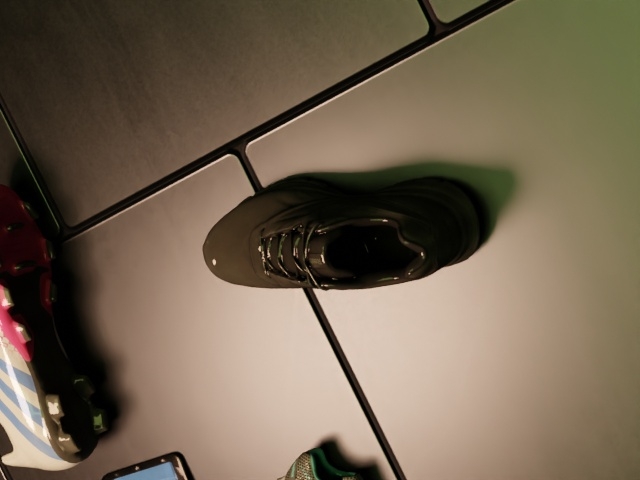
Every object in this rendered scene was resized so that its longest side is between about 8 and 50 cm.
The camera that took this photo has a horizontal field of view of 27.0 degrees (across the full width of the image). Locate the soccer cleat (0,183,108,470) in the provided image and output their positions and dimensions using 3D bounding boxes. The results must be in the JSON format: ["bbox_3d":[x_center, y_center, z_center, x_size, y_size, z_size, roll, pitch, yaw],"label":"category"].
[{"bbox_3d":[-0.353,0.105,1.477,0.143,0.116,0.331,-12,99,29],"label":"soccer cleat"}]

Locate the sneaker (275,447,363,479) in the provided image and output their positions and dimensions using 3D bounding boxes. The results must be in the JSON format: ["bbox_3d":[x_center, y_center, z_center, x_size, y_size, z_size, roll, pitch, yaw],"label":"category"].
[{"bbox_3d":[0.030,0.276,1.364,0.166,0.065,0.076,33,113,13],"label":"sneaker"}]

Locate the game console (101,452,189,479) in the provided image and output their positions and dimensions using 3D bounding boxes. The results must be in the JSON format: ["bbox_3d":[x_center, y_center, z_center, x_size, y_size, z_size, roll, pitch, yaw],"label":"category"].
[{"bbox_3d":[-0.198,0.311,1.486,0.122,0.107,0.071,-22,122,31],"label":"game console"}]

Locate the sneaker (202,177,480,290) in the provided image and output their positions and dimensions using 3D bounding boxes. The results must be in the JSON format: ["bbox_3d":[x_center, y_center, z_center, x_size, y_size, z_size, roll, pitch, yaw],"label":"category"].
[{"bbox_3d":[0.000,0.000,1.260,0.286,0.130,0.109,-8,102,30],"label":"sneaker"}]
